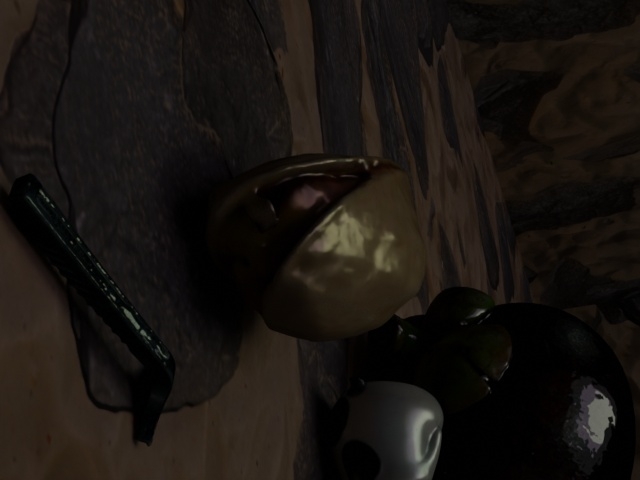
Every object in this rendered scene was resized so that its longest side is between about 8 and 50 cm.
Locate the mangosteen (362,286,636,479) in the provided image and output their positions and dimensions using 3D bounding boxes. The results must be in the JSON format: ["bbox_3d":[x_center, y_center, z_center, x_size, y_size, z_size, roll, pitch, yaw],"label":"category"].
[{"bbox_3d":[0.180,0.201,1.234,0.300,0.300,0.300,-10,90,-75],"label":"mangosteen"}]

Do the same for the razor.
[{"bbox_3d":[-0.121,0.035,0.655,0.066,0.033,0.190,-86,159,-45],"label":"razor"}]

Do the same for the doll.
[{"bbox_3d":[0.063,0.219,1.059,0.107,0.110,0.181,21,54,-50],"label":"doll"}]

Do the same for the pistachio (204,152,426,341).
[{"bbox_3d":[0.000,0.000,0.894,0.229,0.157,0.157,3,77,-65],"label":"pistachio"}]
